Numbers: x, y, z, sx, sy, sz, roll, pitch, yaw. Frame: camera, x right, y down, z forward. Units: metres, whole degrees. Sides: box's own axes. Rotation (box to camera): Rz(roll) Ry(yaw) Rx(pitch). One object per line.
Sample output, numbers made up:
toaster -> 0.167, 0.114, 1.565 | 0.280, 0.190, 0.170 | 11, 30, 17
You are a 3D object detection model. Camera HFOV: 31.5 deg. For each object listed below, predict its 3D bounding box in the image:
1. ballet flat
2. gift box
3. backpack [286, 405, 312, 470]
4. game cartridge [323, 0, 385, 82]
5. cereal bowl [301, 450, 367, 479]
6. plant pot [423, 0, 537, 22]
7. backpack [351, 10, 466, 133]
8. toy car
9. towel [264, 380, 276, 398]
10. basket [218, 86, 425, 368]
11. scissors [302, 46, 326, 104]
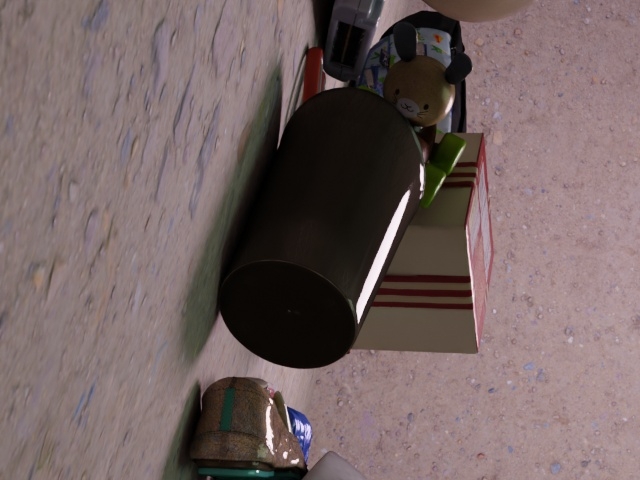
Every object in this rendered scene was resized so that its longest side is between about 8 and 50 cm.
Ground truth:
ballet flat -> -0.066, 0.195, 1.144 | 0.316, 0.108, 0.106 | 92, -1, -74
gift box -> 0.091, -0.020, 1.536 | 0.255, 0.258, 0.276 | -68, 153, -54
backpack -> -0.064, 0.253, 1.360 | 0.101, 0.098, 0.120 | 43, 61, -64
game cartridge -> 0.057, -0.304, 1.275 | 0.294, 0.060, 0.196 | 115, -5, -83
cereal bowl -> -0.033, 0.399, 1.203 | 0.339, 0.141, 0.339 | -52, 168, -16
plant pot -> 0.172, -0.437, 1.424 | 0.191, 0.284, 0.284 | 12, 93, -51
backpack -> 0.143, -0.179, 1.937 | 0.290, 0.274, 0.355 | 102, -18, -50
toy car -> 0.108, -0.163, 1.355 | 0.149, 0.155, 0.188 | -54, 170, -45
towel -> -0.099, 0.280, 1.491 | 0.144, 0.029, 0.197 | 81, 25, -80
basket -> 0.000, 0.000, 1.071 | 0.227, 0.154, 0.204 | -66, 168, -48
scissors -> -0.017, -0.057, 1.223 | 0.109, 0.021, 0.297 | 69, 27, -84
